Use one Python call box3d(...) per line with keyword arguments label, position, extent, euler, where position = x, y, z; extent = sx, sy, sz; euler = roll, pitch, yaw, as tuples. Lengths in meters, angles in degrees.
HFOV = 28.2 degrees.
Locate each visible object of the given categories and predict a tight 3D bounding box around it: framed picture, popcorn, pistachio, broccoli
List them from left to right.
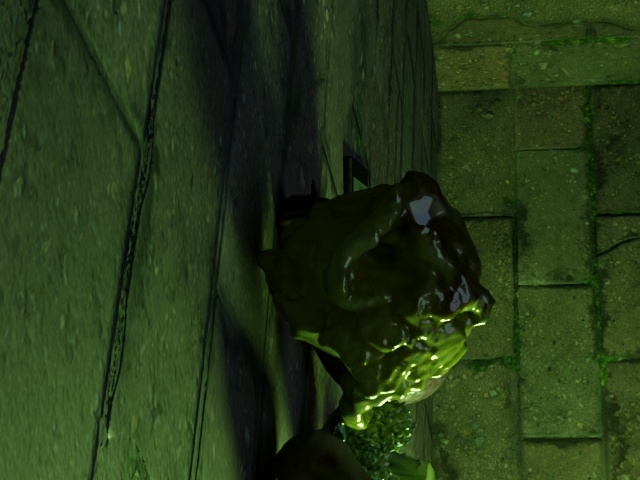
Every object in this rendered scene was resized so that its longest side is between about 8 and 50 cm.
box3d(label="pistachio", position=(0.003, 0.290, 1.503), extent=(0.206, 0.131, 0.130), euler=(66, 31, -80))
box3d(label="framed picture", position=(0.070, 0.034, 2.266), extent=(0.265, 0.016, 0.347), euler=(13, 77, -80))
box3d(label="broccoli", position=(0.068, 0.317, 1.753), extent=(0.226, 0.176, 0.198), euler=(44, 59, -44))
box3d(label="popcorn", position=(0.068, 0.058, 1.479), extent=(0.293, 0.237, 0.293), euler=(38, 44, -49))

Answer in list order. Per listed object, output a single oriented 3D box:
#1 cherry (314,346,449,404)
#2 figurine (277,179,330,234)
box3d(label="cherry", position=(0.090, 0.118, 1.820), extent=(0.300, 0.203, 0.230), euler=(31, 65, -69))
box3d(label="figurine", position=(0.000, -0.001, 1.623), extent=(0.082, 0.098, 0.154), euler=(-64, 154, -64))
